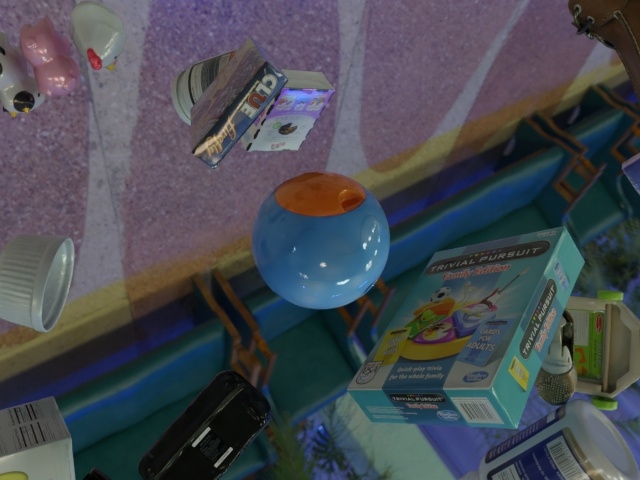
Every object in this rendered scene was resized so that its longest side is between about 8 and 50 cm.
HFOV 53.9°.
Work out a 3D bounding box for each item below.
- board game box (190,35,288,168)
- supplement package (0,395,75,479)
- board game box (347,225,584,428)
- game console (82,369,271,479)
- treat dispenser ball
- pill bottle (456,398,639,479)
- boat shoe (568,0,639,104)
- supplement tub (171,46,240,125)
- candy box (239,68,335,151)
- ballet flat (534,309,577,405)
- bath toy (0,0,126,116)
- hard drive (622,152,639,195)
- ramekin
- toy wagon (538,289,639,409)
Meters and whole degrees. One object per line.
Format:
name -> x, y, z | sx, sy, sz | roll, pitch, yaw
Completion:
board game box -> -0.133, -0.220, 0.966 | 0.042, 0.243, 0.165 | 36, 104, -25
supplement package -> -0.514, 0.394, 1.017 | 0.203, 0.149, 0.194 | -10, 109, -31
board game box -> 0.225, 0.127, 0.964 | 0.253, 0.079, 0.336 | -15, -153, 46
game console -> -0.208, 0.357, 0.902 | 0.361, 0.213, 0.044 | -48, -171, -8
treat dispenser ball -> 0.000, 0.000, 1.312 | 0.288, 0.288, 0.288 | -30, 154, -16
pill bottle -> 0.351, 0.382, 1.008 | 0.264, 0.153, 0.153 | -43, 155, 27
boat shoe -> 0.345, -0.276, 0.743 | 0.104, 0.307, 0.111 | -11, 160, 15
supplement tub -> -0.273, -0.437, 1.811 | 0.272, 0.191, 0.191 | -7, 172, 32
candy box -> -0.085, -0.301, 1.472 | 0.165, 0.070, 0.196 | -10, 147, -43
ballet flat -> 0.400, 0.188, 1.077 | 0.206, 0.073, 0.067 | -62, 145, -53
bath toy -> -0.515, -0.318, 1.166 | 0.348, 0.129, 0.151 | -17, 153, 13
hard drive -> 0.377, -0.046, 0.348 | 0.318, 0.210, 0.040 | -36, 179, 29
ramekin -> -0.606, 0.082, 1.328 | 0.109, 0.207, 0.207 | 12, 139, -8
toy wagon -> 0.634, 0.245, 1.436 | 0.068, 0.344, 0.267 | 3, 90, -56
